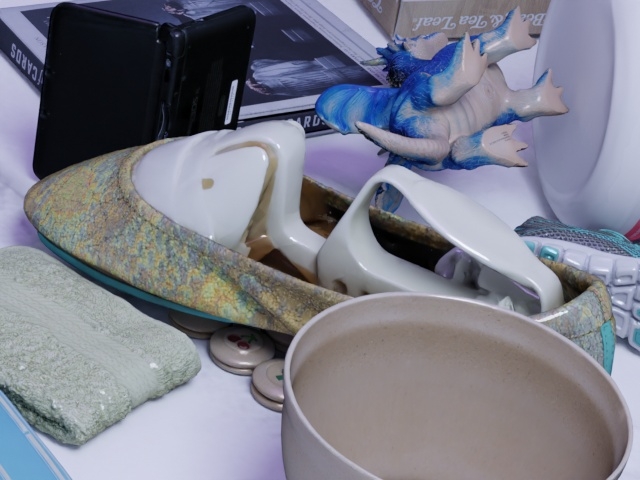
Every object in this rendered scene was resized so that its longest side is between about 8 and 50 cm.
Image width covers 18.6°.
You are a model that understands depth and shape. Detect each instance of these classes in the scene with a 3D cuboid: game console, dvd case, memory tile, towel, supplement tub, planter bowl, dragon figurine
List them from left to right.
[{"bbox_3d":[-0.147,0.050,1.027,0.148,0.027,0.110,29,37,26],"label":"towel"},{"bbox_3d":[-0.105,-0.088,1.167,0.071,0.122,0.107,32,37,28],"label":"game console"},{"bbox_3d":[-0.076,-0.119,1.316,0.238,0.030,0.179,-11,38,-33],"label":"dvd case"},{"bbox_3d":[-0.003,0.058,1.075,0.113,0.012,0.148,-17,42,-39],"label":"memory tile"},{"bbox_3d":[0.054,-0.067,1.173,0.144,0.085,0.289,-23,13,31],"label":"dragon figurine"},{"bbox_3d":[0.053,0.114,0.914,0.162,0.109,0.162,9,31,-6],"label":"planter bowl"},{"bbox_3d":[0.286,-0.088,1.233,0.272,0.191,0.191,4,33,-13],"label":"supplement tub"}]

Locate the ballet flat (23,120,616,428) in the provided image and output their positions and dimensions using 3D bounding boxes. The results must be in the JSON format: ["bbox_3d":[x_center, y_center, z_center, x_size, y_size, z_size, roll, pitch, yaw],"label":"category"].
[{"bbox_3d":[0.000,0.000,1.047,0.348,0.123,0.123,24,34,19],"label":"ballet flat"}]

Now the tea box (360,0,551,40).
[{"bbox_3d":[0.111,-0.369,1.494,0.220,0.324,0.329,-4,36,-23],"label":"tea box"}]

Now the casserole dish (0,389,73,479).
[{"bbox_3d":[-0.175,0.113,0.911,0.114,0.037,0.188,-13,40,-33],"label":"casserole dish"}]

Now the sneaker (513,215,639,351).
[{"bbox_3d":[0.181,0.022,1.151,0.166,0.065,0.076,19,29,9],"label":"sneaker"}]
